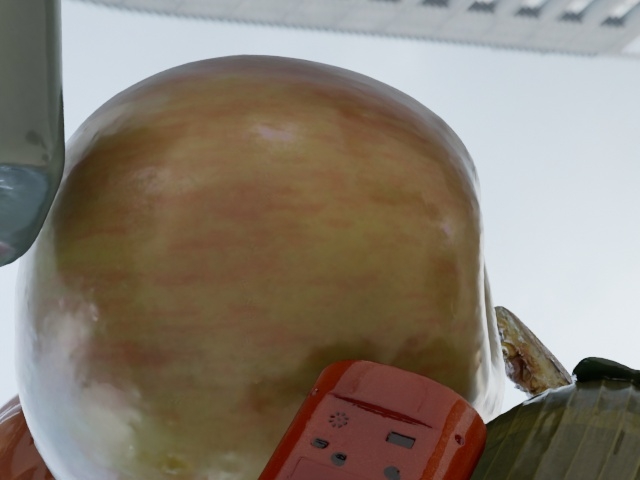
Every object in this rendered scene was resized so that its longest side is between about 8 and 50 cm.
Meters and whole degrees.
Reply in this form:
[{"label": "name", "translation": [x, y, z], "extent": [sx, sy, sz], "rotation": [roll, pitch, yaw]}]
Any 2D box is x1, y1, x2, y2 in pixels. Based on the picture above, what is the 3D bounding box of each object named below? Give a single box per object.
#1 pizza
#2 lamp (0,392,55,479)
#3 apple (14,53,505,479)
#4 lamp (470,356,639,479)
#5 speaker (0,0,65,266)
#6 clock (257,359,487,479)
[{"label": "pizza", "translation": [0.276, 0.180, 1.855], "extent": [0.246, 0.058, 0.127], "rotation": [48, -172, -13]}, {"label": "lamp", "translation": [-0.219, 0.215, 1.340], "extent": [0.187, 0.164, 0.187], "rotation": [47, -166, -16]}, {"label": "apple", "translation": [-0.038, 0.047, 1.151], "extent": [0.346, 0.391, 0.391], "rotation": [1, -121, 10]}, {"label": "lamp", "translation": [0.205, 0.217, 0.983], "extent": [0.284, 0.250, 0.250], "rotation": [24, -128, 9]}, {"label": "speaker", "translation": [-0.361, -0.095, 0.942], "extent": [0.406, 0.183, 0.184], "rotation": [1, -120, -22]}, {"label": "clock", "translation": [0.019, 0.142, 0.897], "extent": [0.113, 0.061, 0.155], "rotation": [15, -133, 20]}]
